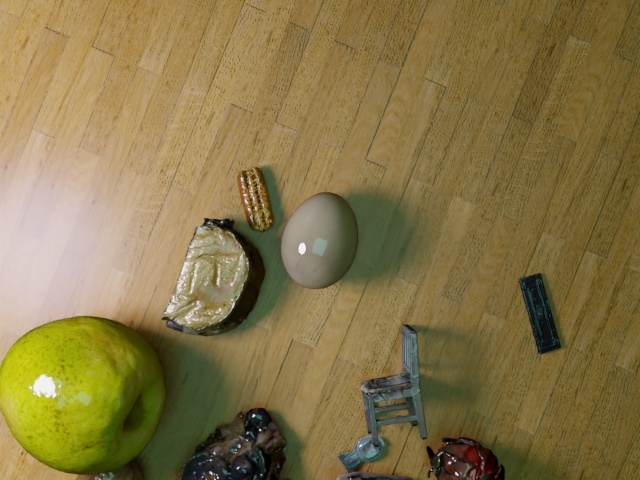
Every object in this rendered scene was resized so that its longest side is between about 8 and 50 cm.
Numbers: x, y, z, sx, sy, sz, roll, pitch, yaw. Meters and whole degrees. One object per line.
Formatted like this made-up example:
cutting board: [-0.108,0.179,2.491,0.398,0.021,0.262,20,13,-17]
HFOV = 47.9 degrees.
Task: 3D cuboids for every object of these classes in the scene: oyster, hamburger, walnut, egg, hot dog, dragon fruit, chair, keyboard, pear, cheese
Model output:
oyster: [-0.253,0.570,1.784,0.360,0.096,0.221,-25,68,-7]
hamburger: [-0.250,0.100,1.780,0.211,0.132,0.309,22,91,-3]
walnut: [-0.530,0.616,1.775,0.184,0.155,0.155,-45,93,1]
egg: [0.000,0.000,1.761,0.185,0.186,0.242,17,89,-3]
hot dog: [-0.164,-0.101,1.822,0.071,0.045,0.165,-14,91,-4]
dragon fruit: [0.370,0.587,1.803,0.188,0.182,0.182,31,90,-21]
chair: [0.174,0.359,1.802,0.147,0.136,0.271,-7,93,-4]
keyboard: [0.572,0.190,1.876,0.061,0.013,0.205,-16,92,-2]
pear: [-0.563,0.345,1.675,0.390,0.391,0.392,0,91,-2]
cheese: [0.109,0.547,1.859,0.120,0.026,0.067,-33,92,-1]

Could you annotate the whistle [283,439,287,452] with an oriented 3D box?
whistle: [-0.118,0.554,1.846,0.035,0.035,0.100,36,91,-3]

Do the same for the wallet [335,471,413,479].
wallet: [0.119,0.724,1.827,0.335,0.068,0.275,14,93,-19]
